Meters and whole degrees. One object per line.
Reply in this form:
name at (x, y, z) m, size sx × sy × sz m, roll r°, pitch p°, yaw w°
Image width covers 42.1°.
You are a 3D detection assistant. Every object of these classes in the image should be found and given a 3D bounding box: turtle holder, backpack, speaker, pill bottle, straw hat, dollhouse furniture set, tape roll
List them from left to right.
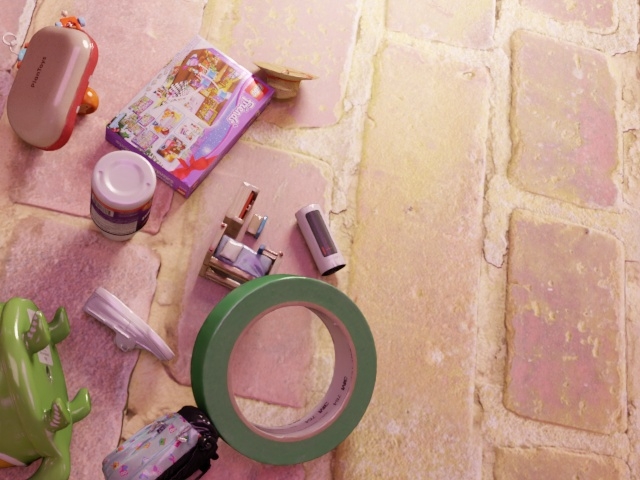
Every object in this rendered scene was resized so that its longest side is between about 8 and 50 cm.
turtle holder at (-0.494, 0.257, 1.300) m, size 0.227 × 0.243 × 0.320 m, roll -15°, pitch 109°, yaw -7°
pill bottle at (-0.352, -0.070, 1.473) m, size 0.108 × 0.193 × 0.108 m, roll 6°, pitch 67°, yaw -15°
backpack at (-0.262, 0.357, 1.364) m, size 0.182 × 0.152 × 0.115 m, roll -35°, pitch 66°, yaw -22°
dollhouse furniture set at (-0.124, -0.006, 1.549) m, size 0.129 × 0.129 × 0.183 m, roll 26°, pitch 64°, yaw -5°
straw hat at (-0.078, -0.326, 1.730) m, size 0.144 × 0.144 × 0.061 m, roll 10°, pitch 108°, yaw -12°
tape roll at (-0.059, 0.220, 1.434) m, size 0.321 × 0.077 × 0.321 m, roll -1°, pitch 92°, yaw -25°
speaker at (0.000, 0.000, 1.624) m, size 0.055 × 0.055 × 0.136 m, roll -18°, pitch 75°, yaw -22°

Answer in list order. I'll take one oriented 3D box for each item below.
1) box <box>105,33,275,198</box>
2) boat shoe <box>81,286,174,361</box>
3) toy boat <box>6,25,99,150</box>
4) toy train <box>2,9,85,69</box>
box at (-0.255, -0.250, 1.652) m, size 0.201 × 0.057 × 0.293 m, roll 36°, pitch 63°, yaw 1°
boat shoe at (-0.339, 0.159, 1.458) m, size 0.184 × 0.066 × 0.063 m, roll 41°, pitch 77°, yaw 0°
toy boat at (-0.477, -0.275, 1.559) m, size 0.151 × 0.151 × 0.231 m, roll 18°, pitch 85°, yaw 31°
toy train at (-0.530, -0.378, 1.634) m, size 0.166 × 0.046 × 0.125 m, roll -25°, pitch 76°, yaw -27°
